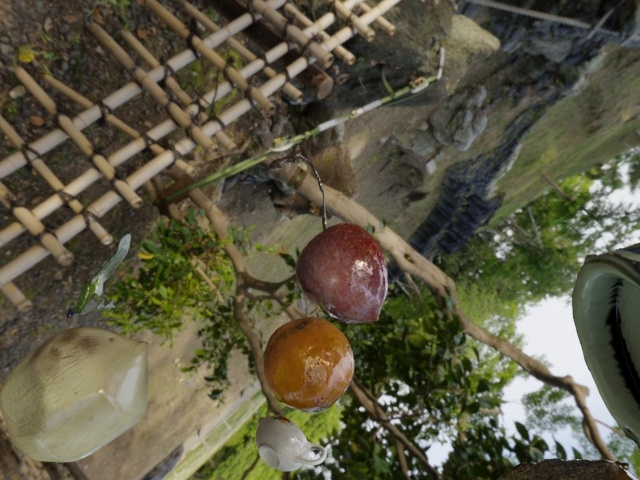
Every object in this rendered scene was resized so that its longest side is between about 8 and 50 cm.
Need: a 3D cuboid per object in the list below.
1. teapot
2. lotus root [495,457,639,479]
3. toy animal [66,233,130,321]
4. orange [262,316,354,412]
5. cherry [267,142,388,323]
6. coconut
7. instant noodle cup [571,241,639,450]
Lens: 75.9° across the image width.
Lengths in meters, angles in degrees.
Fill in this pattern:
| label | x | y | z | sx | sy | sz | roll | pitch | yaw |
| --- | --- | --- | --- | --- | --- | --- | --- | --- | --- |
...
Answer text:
| label | x | y | z | sx | sy | sz | roll | pitch | yaw |
| --- | --- | --- | --- | --- | --- | --- | --- | --- | --- |
| teapot | -0.091 | 0.510 | 1.021 | 0.092 | 0.226 | 0.145 | -36 | 127 | -52 |
| lotus root | 0.434 | 0.538 | 0.637 | 0.111 | 0.390 | 0.375 | -12 | 125 | -62 |
| toy animal | -0.422 | 0.089 | 0.803 | 0.217 | 0.075 | 0.041 | -48 | 156 | 11 |
| orange | -0.032 | 0.327 | 1.093 | 0.246 | 0.246 | 0.246 | -42 | 168 | -11 |
| cherry | 0.000 | 0.000 | 0.485 | 0.107 | 0.225 | 0.090 | -42 | 163 | 27 |
| coconut | -0.386 | 0.236 | 0.678 | 0.224 | 0.224 | 0.224 | -42 | 168 | -11 |
| instant noodle cup | 0.418 | 0.071 | 0.338 | 0.312 | 0.284 | 0.284 | -13 | 171 | 7 |
